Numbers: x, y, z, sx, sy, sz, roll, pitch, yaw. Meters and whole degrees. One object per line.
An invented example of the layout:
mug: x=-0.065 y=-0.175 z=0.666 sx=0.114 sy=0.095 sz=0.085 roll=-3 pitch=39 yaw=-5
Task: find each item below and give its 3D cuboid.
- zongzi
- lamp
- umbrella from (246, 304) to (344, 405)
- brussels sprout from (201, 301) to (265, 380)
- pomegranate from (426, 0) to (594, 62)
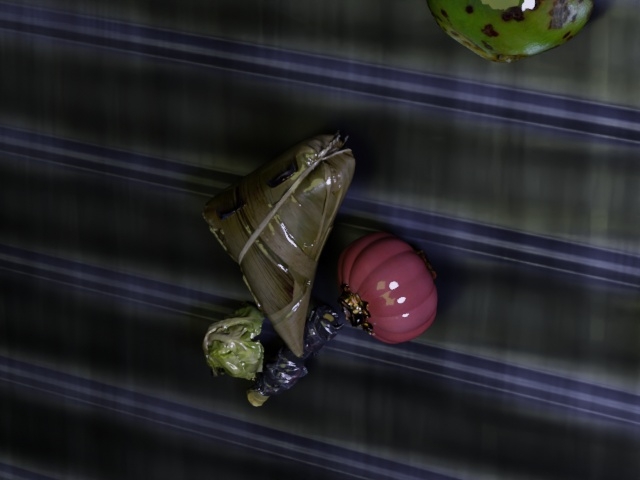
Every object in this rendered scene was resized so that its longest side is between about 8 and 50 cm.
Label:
zongzi: x=0.000 y=0.000 z=1.848 sx=0.189 sy=0.081 sz=0.178 roll=-30 pitch=87 yaw=35
lamp: x=0.061 y=0.044 z=1.827 sx=0.107 sy=0.092 sz=0.107 roll=49 pitch=157 yaw=29
umbrella: x=-0.026 y=0.115 z=1.939 sx=0.040 sy=0.037 sz=0.144 roll=34 pitch=127 yaw=-11
brussels sprout: x=-0.090 y=0.103 z=1.955 sx=0.058 sy=0.085 sz=0.085 roll=7 pitch=118 yaw=-12
pomegranate: x=0.147 y=-0.230 z=1.653 sx=0.143 sy=0.122 sz=0.169 roll=17 pitch=124 yaw=57
